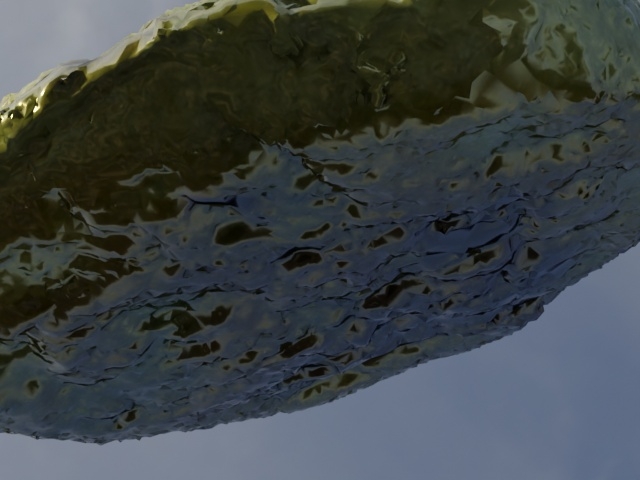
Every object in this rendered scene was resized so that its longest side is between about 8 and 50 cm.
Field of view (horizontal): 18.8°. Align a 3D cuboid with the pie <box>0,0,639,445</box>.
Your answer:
[{"bbox_3d":[0.000,0.000,0.718,0.323,0.323,0.071,-29,-119,24],"label":"pie"}]
